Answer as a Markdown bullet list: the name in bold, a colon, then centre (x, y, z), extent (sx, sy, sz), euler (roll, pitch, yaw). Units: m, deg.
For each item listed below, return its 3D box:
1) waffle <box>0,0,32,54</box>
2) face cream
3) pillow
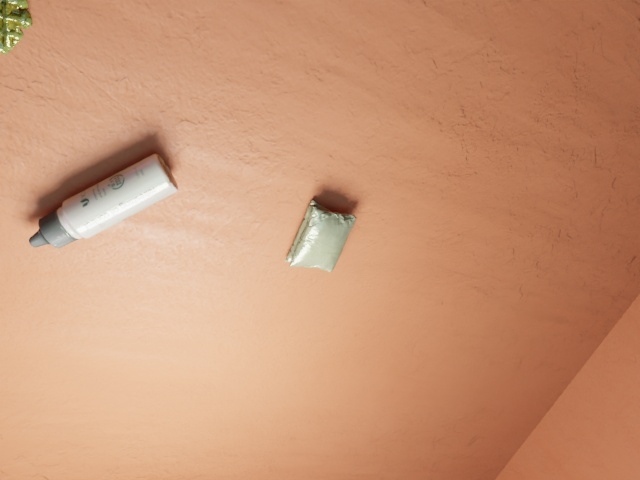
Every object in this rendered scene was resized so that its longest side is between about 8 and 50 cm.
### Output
- **waffle**: centre (-0.582, -0.385, 0.804), extent (0.169, 0.036, 0.183), euler (-35, 125, 3)
- **face cream**: centre (-0.451, -0.069, 1.015), extent (0.311, 0.092, 0.092), euler (-28, 126, -3)
- **pillow**: centre (0.000, 0.000, 1.240), extent (0.134, 0.078, 0.181), euler (13, 115, -28)
